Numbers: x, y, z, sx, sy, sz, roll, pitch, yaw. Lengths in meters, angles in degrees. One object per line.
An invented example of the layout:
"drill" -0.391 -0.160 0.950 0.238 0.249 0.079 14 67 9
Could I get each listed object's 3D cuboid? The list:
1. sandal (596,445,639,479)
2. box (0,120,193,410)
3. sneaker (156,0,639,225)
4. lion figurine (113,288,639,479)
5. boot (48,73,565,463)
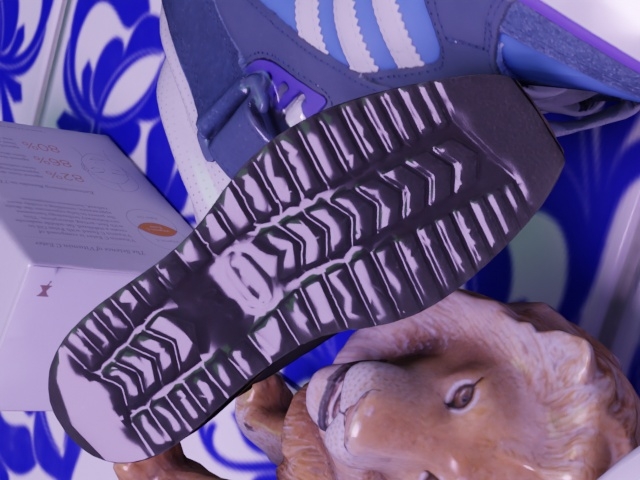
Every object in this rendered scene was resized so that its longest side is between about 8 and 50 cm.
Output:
"sandal" 0.103 0.248 0.517 0.102 0.169 0.416 -51 -24 -87
"box" -0.152 0.011 0.839 0.170 0.130 0.091 46 119 44
"sneaker" 0.043 -0.057 0.629 0.323 0.130 0.236 41 126 40
"lion figurine" 0.019 0.196 0.633 0.240 0.142 0.392 16 113 42
"boot" 0.000 0.000 0.569 0.198 0.137 0.076 -29 90 14
